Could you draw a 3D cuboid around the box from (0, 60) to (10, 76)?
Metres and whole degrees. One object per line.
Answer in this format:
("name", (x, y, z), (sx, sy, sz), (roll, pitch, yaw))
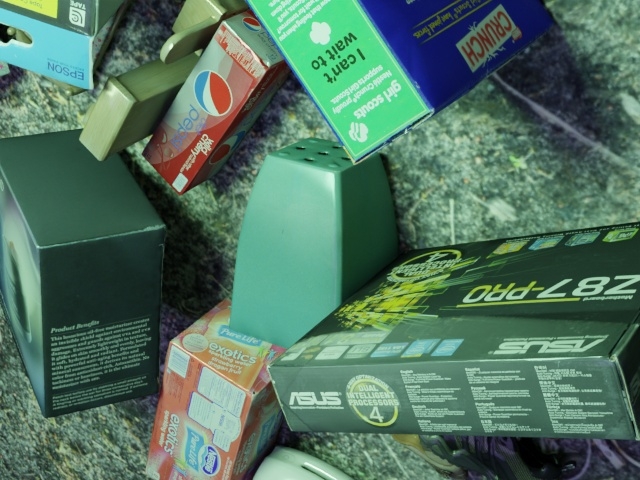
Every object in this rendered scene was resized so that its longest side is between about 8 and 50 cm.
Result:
("box", (-0.576, -0.346, 1.479), (0.163, 0.142, 0.247), (15, 125, 48))

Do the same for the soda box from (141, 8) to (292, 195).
("soda box", (-0.127, -0.177, 1.305), (0.083, 0.092, 0.263), (47, 132, 5))

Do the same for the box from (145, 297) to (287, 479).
("box", (-0.147, 0.259, 1.530), (0.154, 0.142, 0.300), (30, 129, 19))

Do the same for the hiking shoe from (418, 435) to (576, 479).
("hiking shoe", (0.218, 0.248, 1.319), (0.227, 0.086, 0.114), (36, 115, 9))

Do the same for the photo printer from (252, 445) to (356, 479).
("photo printer", (-0.008, 0.474, 1.575), (0.256, 0.107, 0.307), (30, 129, 18))

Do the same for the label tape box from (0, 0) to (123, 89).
("label tape box", (-0.334, -0.380, 1.165), (0.249, 0.115, 0.347), (20, 124, 12))

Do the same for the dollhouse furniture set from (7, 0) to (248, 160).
("dollhouse furniture set", (-0.322, -0.300, 1.322), (0.355, 0.174, 0.303), (45, 131, 6))

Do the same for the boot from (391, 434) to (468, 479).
("boot", (0.151, 0.294, 1.406), (0.087, 0.042, 0.118), (51, 163, -25))

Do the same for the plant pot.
("plant pot", (0.000, 0.000, 1.276), (0.165, 0.166, 0.234), (16, 115, 28))

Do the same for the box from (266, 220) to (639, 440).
("box", (0.189, 0.091, 1.080), (0.395, 0.318, 0.097), (-7, 111, 39))

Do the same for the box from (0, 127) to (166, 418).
("box", (-0.355, 0.036, 1.453), (0.296, 0.183, 0.294), (49, 140, 46))

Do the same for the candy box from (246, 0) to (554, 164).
("candy box", (0.053, -0.275, 1.003), (0.122, 0.268, 0.317), (-32, 94, 46))
